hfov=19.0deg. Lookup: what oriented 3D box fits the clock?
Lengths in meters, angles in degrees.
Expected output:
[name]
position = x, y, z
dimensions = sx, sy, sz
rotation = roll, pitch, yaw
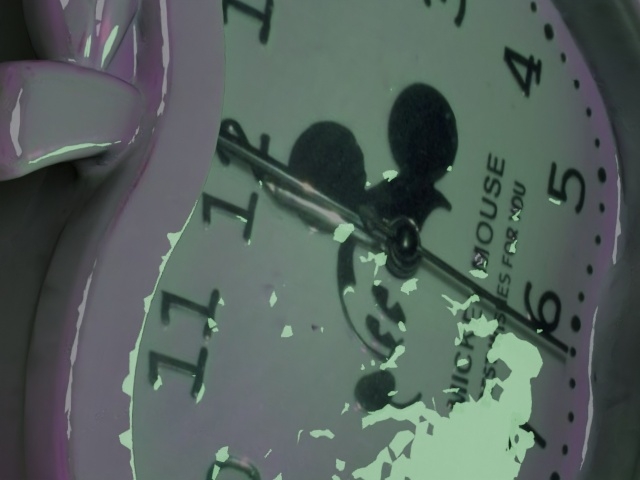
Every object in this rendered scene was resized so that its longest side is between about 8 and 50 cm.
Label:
[clock]
position = 0.000, 0.000, 0.625
dimensions = 0.338, 0.102, 0.339
rotation = 2, 87, -46
